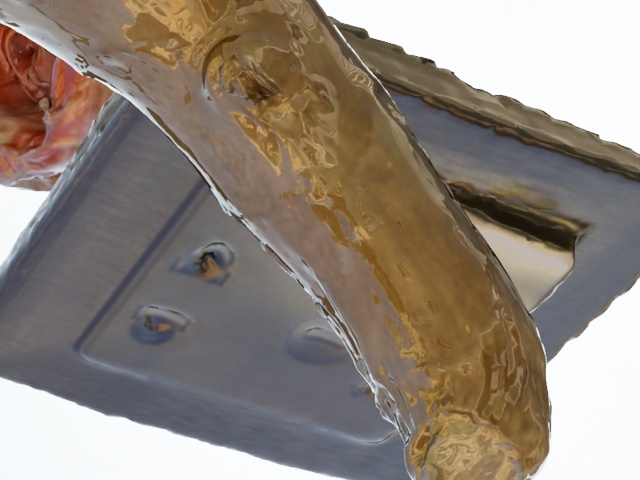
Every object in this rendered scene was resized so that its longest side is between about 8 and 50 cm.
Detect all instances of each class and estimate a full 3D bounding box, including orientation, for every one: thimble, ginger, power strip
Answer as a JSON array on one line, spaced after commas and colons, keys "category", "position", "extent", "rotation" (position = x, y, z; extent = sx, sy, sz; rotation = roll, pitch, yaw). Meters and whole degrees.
[{"category": "thimble", "position": [-0.206, -0.157, 1.611], "extent": [0.162, 0.239, 0.239], "rotation": [2, -135, -47]}, {"category": "ginger", "position": [-0.041, -0.055, 0.488], "extent": [0.294, 0.086, 0.131], "rotation": [48, -174, 1]}, {"category": "power strip", "position": [0.001, -0.002, 0.885], "extent": [0.257, 0.251, 0.092], "rotation": [21, -131, -24]}]
